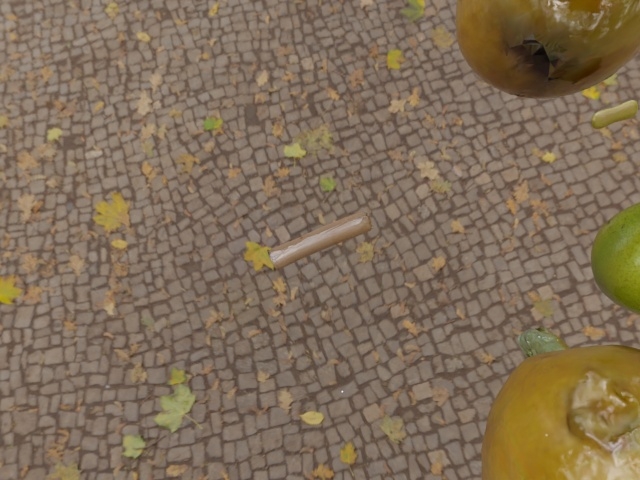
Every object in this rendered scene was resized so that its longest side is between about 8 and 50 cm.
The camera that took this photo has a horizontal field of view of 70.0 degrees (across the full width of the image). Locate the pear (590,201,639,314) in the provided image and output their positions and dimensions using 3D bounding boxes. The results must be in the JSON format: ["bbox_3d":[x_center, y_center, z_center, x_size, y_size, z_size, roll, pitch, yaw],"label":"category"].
[{"bbox_3d":[0.482,0.006,0.628,0.166,0.216,0.180,20,38,16],"label":"pear"}]

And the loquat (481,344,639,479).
[{"bbox_3d":[0.211,0.179,0.329,0.176,0.234,0.187,-13,45,23],"label":"loquat"}]

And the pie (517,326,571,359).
[{"bbox_3d":[0.416,0.245,0.648,0.306,0.306,0.071,41,99,14],"label":"pie"}]

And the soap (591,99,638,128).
[{"bbox_3d":[0.534,-0.228,0.829,0.089,0.012,0.034,-20,114,0],"label":"soap"}]

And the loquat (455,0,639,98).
[{"bbox_3d":[0.309,-0.320,0.594,0.263,0.263,0.263,-1,72,2],"label":"loquat"}]

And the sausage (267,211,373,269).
[{"bbox_3d":[0.000,0.000,0.488,0.116,0.026,0.026,-22,72,7],"label":"sausage"}]
